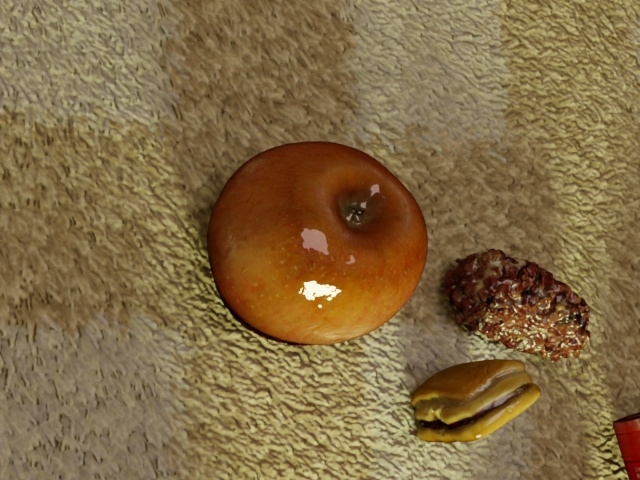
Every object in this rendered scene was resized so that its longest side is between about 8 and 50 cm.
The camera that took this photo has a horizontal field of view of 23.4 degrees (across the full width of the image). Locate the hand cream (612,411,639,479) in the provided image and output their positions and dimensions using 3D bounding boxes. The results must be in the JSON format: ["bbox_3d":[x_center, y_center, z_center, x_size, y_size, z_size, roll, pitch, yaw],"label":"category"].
[{"bbox_3d":[0.501,0.278,2.090,0.193,0.193,0.125,-10,82,-31],"label":"hand cream"}]

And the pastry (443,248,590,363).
[{"bbox_3d":[0.267,0.085,2.057,0.209,0.115,0.097,23,55,-21],"label":"pastry"}]

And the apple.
[{"bbox_3d":[0.000,0.000,1.866,0.272,0.206,0.251,23,64,-22],"label":"apple"}]

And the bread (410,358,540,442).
[{"bbox_3d":[0.186,0.197,1.924,0.116,0.200,0.077,-25,92,-20],"label":"bread"}]
